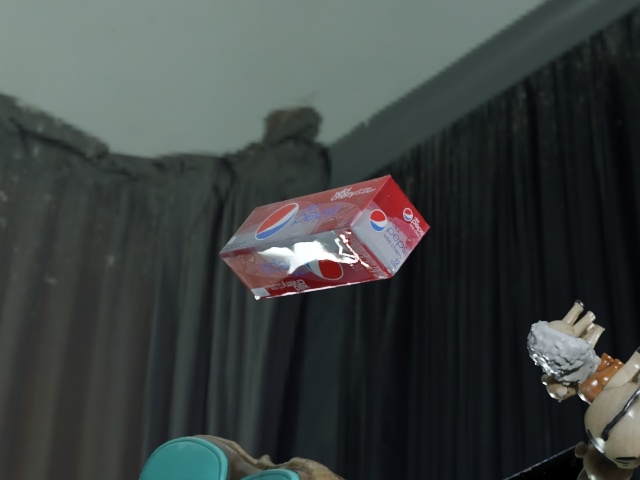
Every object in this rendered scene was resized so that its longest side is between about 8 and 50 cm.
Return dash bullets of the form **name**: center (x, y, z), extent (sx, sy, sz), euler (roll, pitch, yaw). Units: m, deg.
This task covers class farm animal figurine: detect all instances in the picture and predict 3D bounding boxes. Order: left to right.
- **farm animal figurine**: center (0.413, 0.267, 1.766), extent (0.330, 0.172, 0.327), euler (36, 171, 40)

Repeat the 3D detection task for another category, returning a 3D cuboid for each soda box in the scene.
- **soda box**: center (0.000, 0.000, 1.638), extent (0.263, 0.092, 0.083), euler (-10, 125, 51)

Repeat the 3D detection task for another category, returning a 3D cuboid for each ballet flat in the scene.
- **ballet flat**: center (-0.043, 0.230, 1.164), extent (0.124, 0.116, 0.342), euler (22, 163, -24)

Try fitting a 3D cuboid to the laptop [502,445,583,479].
- **laptop**: center (0.266, 0.448, 2.028), extent (0.264, 0.234, 0.137), euler (-19, -171, -30)
